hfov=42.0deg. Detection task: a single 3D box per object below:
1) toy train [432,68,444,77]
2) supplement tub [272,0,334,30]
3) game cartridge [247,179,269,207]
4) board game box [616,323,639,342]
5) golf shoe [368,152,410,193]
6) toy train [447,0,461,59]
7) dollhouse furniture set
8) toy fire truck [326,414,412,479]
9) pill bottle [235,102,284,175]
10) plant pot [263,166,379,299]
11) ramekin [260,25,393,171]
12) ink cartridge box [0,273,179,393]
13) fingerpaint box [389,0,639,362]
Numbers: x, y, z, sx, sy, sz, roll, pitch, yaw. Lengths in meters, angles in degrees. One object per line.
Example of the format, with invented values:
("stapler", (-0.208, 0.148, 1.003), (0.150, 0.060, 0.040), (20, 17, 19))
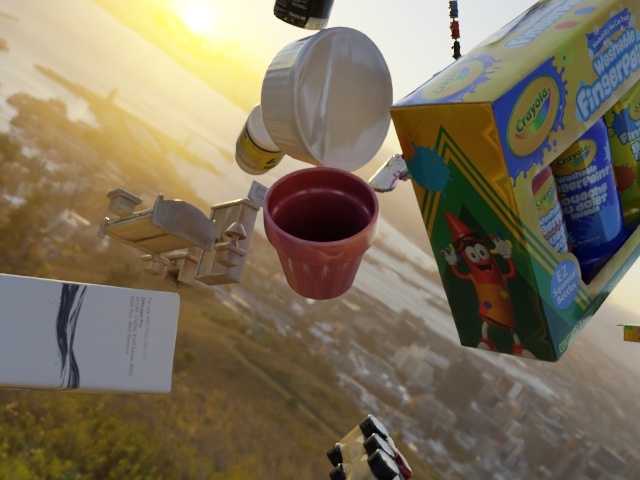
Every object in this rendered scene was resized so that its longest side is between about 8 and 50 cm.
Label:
("toy train", (0.338, -0.273, 1.506), (0.142, 0.334, 0.190), (48, 37, -33))
("supplement tub", (-0.018, -0.520, 1.639), (0.117, 0.190, 0.117), (15, 26, -8))
("game cartridge", (-0.160, -0.120, 2.230), (0.017, 0.055, 0.083), (4, -19, 43))
("board game box", (0.595, 0.151, 1.294), (0.124, 0.039, 0.259), (3, 0, -24))
("golf shoe", (0.179, -0.181, 2.140), (0.068, 0.085, 0.186), (17, 34, 31))
("toy train", (0.344, -0.543, 2.135), (0.027, 0.158, 0.036), (-5, -1, 7))
("dollhouse furniture set", (-0.312, -0.052, 1.653), (0.303, 0.173, 0.356), (-9, -30, 44))
("toy fire truck", (0.156, 0.466, 1.572), (0.246, 0.158, 0.217), (46, 7, -12))
("pill bottle", (-0.130, -0.229, 1.917), (0.119, 0.119, 0.208), (34, -21, -6))
("plant pot", (0.000, 0.000, 1.472), (0.201, 0.201, 0.180), (39, -34, 32))
("ramekin", (0.005, -0.265, 1.575), (0.127, 0.272, 0.273), (10, -13, 43))
("ink cartridge box", (-0.457, 0.153, 1.319), (0.395, 0.166, 0.285), (9, -13, -27))
("fingerpaint box", (0.331, -0.115, 1.163), (0.163, 0.445, 0.371), (6, -56, 45))
